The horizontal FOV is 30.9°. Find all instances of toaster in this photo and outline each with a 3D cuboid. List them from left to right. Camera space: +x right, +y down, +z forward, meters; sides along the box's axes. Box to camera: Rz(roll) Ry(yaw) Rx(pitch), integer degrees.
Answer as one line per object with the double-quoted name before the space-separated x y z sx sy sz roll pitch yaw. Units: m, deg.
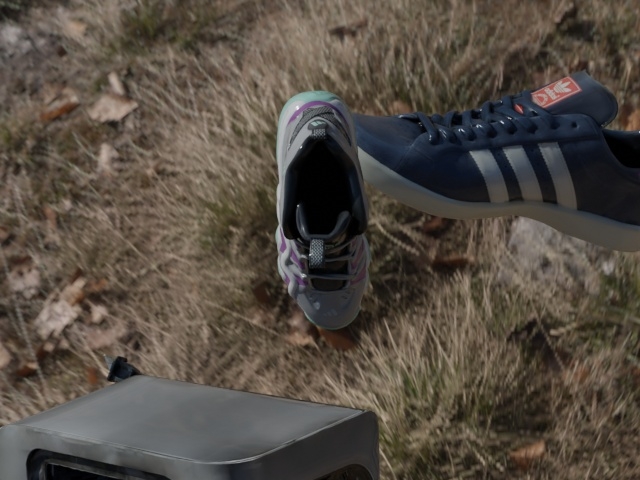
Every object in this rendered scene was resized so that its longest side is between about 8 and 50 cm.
"toaster" -0.067 0.156 0.558 0.185 0.110 0.168 4 99 34

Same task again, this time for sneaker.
"sneaker" 0.000 0.000 0.426 0.038 0.069 0.098 -8 114 1
"sneaker" 0.185 -0.100 1.089 0.350 0.148 0.131 9 31 -20
